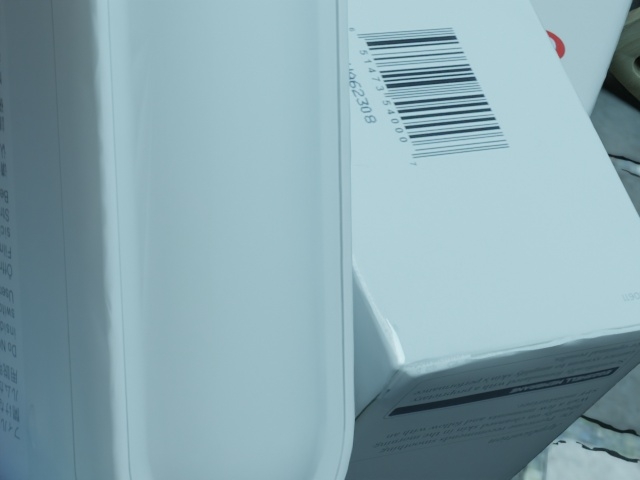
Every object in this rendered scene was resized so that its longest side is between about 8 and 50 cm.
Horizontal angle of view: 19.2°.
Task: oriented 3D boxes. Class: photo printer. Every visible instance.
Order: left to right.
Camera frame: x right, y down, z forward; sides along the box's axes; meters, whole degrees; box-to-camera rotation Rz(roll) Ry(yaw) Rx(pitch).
[{"bbox_3d":[-0.087,-0.035,0.681,0.107,0.256,0.307,-9,104,-31],"label":"photo printer"}]

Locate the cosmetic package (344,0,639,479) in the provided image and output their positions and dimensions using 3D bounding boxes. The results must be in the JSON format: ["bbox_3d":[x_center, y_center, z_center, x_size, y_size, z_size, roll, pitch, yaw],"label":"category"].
[{"bbox_3d":[0.000,0.000,0.783,0.138,0.224,0.224,-7,63,-32],"label":"cosmetic package"}]

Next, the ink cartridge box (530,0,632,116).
[{"bbox_3d":[0.063,-0.172,0.981,0.201,0.117,0.278,26,54,-3],"label":"ink cartridge box"}]

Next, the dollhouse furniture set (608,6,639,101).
[{"bbox_3d":[0.262,-0.111,1.032,0.184,0.129,0.129,42,51,-22],"label":"dollhouse furniture set"}]
